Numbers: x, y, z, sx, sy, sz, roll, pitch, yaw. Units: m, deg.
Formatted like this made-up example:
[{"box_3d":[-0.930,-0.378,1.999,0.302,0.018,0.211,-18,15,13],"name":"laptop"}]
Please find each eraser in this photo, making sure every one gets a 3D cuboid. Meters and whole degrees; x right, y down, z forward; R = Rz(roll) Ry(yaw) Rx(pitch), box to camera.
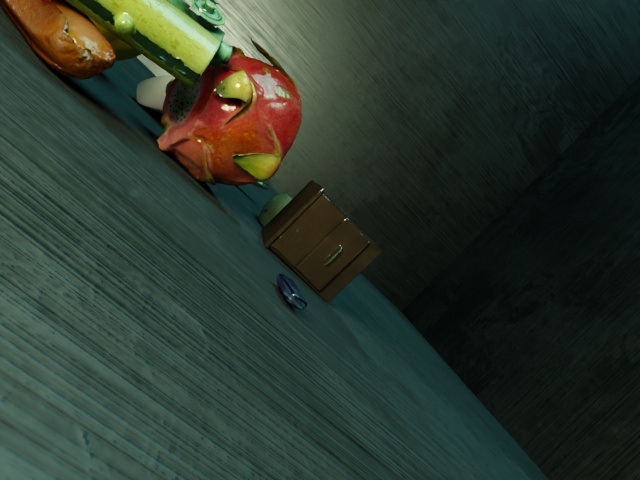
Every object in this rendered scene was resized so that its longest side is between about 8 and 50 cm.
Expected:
[{"box_3d":[-0.369,-0.371,1.392,0.270,0.174,0.094,-81,170,-85],"name":"eraser"}]

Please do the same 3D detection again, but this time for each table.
[{"box_3d":[0.000,0.000,1.126,0.193,0.169,0.172,45,3,-16],"name":"table"}]

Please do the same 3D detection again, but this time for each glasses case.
[{"box_3d":[-0.047,0.078,0.773,0.033,0.023,0.083,37,4,-29],"name":"glasses case"}]

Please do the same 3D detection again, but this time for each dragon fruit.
[{"box_3d":[-0.197,-0.254,1.008,0.189,0.290,0.290,31,12,-50],"name":"dragon fruit"}]

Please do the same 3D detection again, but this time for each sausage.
[{"box_3d":[-0.429,-0.351,0.807,0.330,0.102,0.102,45,3,30],"name":"sausage"}]

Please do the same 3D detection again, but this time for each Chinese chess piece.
[{"box_3d":[-0.041,-0.010,1.345,0.273,0.102,0.273,44,3,-3],"name":"Chinese chess piece"}]

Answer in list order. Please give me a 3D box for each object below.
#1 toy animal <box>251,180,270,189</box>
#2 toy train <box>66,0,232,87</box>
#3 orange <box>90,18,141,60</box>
[{"box_3d":[-0.256,-0.230,1.538,0.125,0.127,0.251,9,-33,45],"name":"toy animal"},{"box_3d":[-0.287,-0.358,0.813,0.308,0.126,0.189,33,47,-24],"name":"toy train"},{"box_3d":[-0.483,-0.514,1.089,0.279,0.235,0.279,40,-12,10],"name":"orange"}]
